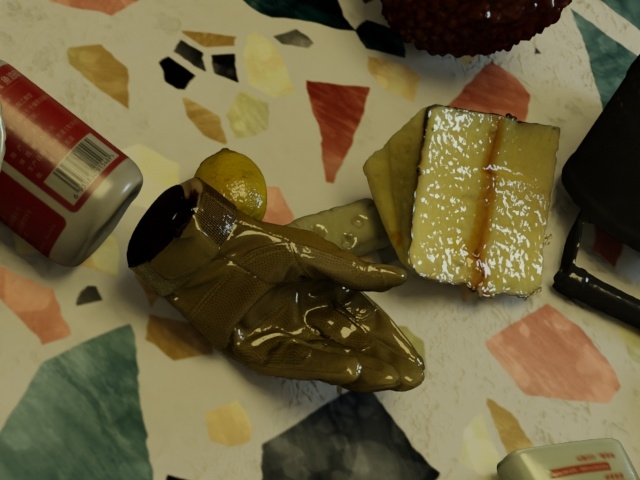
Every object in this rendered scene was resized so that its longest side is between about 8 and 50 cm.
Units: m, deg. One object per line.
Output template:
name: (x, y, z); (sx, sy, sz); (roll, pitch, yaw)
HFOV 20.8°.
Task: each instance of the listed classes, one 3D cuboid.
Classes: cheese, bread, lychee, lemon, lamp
cheese: (0.000, 0.000, 1.916); (0.194, 0.043, 0.065); (-21, 60, -38)
bread: (0.186, -0.038, 1.964); (0.240, 0.135, 0.178); (7, 52, -43)
lychee: (0.200, -0.357, 2.148); (0.264, 0.264, 0.300); (38, 65, 1)
lemon: (-0.097, -0.047, 1.867); (0.082, 0.082, 0.111); (9, 46, -25)
lamp: (0.432, -0.111, 2.092); (0.205, 0.272, 0.374); (25, 48, -10)

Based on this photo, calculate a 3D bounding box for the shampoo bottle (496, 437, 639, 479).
shampoo bottle: (0.300, 0.343, 1.806); (0.153, 0.071, 0.284); (-4, 57, -30)

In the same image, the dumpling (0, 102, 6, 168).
dumpling: (-0.482, -0.070, 1.607); (0.341, 0.181, 0.260); (18, 70, -29)

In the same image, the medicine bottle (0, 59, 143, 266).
medicine bottle: (-0.307, -0.092, 1.744); (0.250, 0.131, 0.131); (38, 46, 1)

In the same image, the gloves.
gloves: (-0.037, 0.060, 1.778); (0.331, 0.141, 0.154); (32, 58, -17)
